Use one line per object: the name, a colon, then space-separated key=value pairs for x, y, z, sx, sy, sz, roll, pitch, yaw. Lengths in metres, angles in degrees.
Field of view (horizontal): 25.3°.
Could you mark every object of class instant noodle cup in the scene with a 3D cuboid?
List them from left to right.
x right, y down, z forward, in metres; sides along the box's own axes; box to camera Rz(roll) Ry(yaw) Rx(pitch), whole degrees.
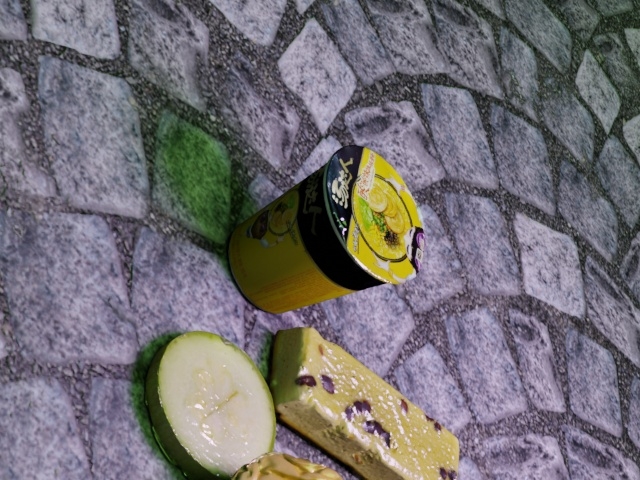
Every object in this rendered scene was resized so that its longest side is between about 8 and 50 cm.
instant noodle cup: x=0.000 y=0.000 z=2.054 sx=0.215 sy=0.236 sz=0.215 roll=28 pitch=50 yaw=-39

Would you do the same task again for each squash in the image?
squash: x=-0.143 y=0.222 z=1.912 sx=0.219 sy=0.041 sz=0.219 roll=29 pitch=48 yaw=-39

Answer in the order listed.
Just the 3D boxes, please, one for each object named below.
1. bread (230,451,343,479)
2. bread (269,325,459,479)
bread: x=-0.059 y=0.394 z=1.802 sx=0.179 sy=0.133 sz=0.250 roll=24 pitch=45 yaw=-2
bread: x=0.068 y=0.270 z=2.110 sx=0.361 sy=0.077 sz=0.138 roll=40 pitch=42 yaw=-29
